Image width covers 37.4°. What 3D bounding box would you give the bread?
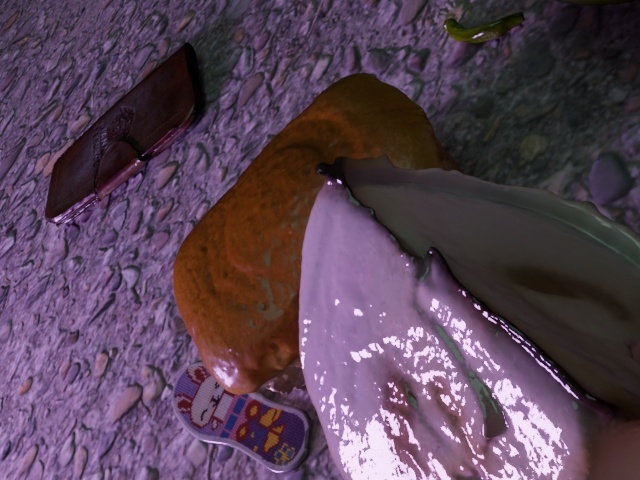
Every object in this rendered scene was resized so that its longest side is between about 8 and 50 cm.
[{"bbox_3d":[0.000,0.000,0.708,0.245,0.121,0.174,-42,38,14],"label":"bread"}]

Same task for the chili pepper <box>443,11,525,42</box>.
[{"bbox_3d":[0.130,-0.177,0.780,0.083,0.017,0.030,17,75,52],"label":"chili pepper"}]

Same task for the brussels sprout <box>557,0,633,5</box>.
[{"bbox_3d":[0.178,-0.312,0.588,0.268,0.344,0.344,3,56,1],"label":"brussels sprout"}]

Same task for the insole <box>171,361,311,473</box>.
[{"bbox_3d":[-0.071,0.142,0.774,0.197,0.004,0.065,15,75,51],"label":"insole"}]

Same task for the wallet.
[{"bbox_3d":[-0.235,-0.118,1.121,0.255,0.031,0.137,-35,42,25],"label":"wallet"}]

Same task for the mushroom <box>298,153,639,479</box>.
[{"bbox_3d":[0.107,0.077,0.551,0.236,0.162,0.173,46,135,40],"label":"mushroom"}]
